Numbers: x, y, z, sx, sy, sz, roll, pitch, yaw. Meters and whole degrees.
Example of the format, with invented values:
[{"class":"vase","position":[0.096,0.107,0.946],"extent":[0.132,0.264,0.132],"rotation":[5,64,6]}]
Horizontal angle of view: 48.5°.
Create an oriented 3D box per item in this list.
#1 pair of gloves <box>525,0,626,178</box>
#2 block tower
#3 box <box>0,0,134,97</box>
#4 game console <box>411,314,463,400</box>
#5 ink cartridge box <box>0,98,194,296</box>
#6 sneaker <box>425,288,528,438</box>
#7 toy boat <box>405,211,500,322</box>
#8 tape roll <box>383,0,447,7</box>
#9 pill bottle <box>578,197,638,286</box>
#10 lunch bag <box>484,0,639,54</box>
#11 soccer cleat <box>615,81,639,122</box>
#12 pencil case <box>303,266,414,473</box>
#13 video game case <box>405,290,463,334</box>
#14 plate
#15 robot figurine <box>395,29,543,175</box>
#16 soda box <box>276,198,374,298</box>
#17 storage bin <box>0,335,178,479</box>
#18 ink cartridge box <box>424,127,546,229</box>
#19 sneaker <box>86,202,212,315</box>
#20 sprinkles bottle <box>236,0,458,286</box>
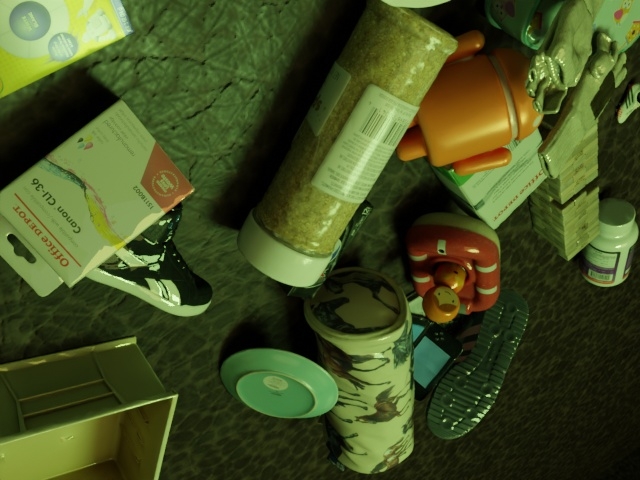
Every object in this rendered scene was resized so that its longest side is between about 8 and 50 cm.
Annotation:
[{"class":"pair of gloves","position":[0.327,-0.212,0.890],"extent":[0.204,0.042,0.240],"rotation":[-56,145,-15]},{"class":"block tower","position":[0.431,-0.103,1.269],"extent":[0.091,0.097,0.335],"rotation":[-38,140,-7]},{"class":"box","position":[-0.263,-0.191,0.610],"extent":[0.179,0.043,0.105],"rotation":[-31,140,-13]},{"class":"game console","position":[0.171,0.218,1.312],"extent":[0.144,0.124,0.085],"rotation":[-55,165,17]},{"class":"ink cartridge box","position":[-0.241,-0.036,0.714],"extent":[0.198,0.067,0.115],"rotation":[-40,107,-5]},{"class":"sneaker","position":[0.302,0.248,1.402],"extent":[0.319,0.112,0.131],"rotation":[-55,177,-15]},{"class":"toy boat","position":[0.206,0.064,1.150],"extent":[0.231,0.150,0.151],"rotation":[72,34,-49]},{"class":"tape roll","position":[0.105,-0.386,0.707],"extent":[0.286,0.100,0.286],"rotation":[-23,137,-23]},{"class":"pill bottle","position":[0.613,0.002,1.513],"extent":[0.108,0.108,0.194],"rotation":[-32,141,-14]},{"class":"lunch bag","position":[0.362,-0.368,0.945],"extent":[0.279,0.108,0.224],"rotation":[-9,129,-36]},{"class":"soccer cleat","position":[0.567,-0.248,1.296],"extent":[0.029,0.035,0.083],"rotation":[-17,135,-30]},{"class":"pencil case","position":[0.064,0.222,1.180],"extent":[0.160,0.183,0.410],"rotation":[-68,159,-44]},{"class":"video game case","position":[0.203,0.151,1.360],"extent":[0.173,0.022,0.190],"rotation":[-30,139,-16]},{"class":"plate","position":[-0.066,0.230,1.096],"extent":[0.188,0.024,0.188],"rotation":[8,137,8]},{"class":"robot figurine","position":[0.195,-0.176,0.930],"extent":[0.219,0.158,0.128],"rotation":[-17,167,6]},{"class":"soda box","position":[0.000,0.000,1.006],"extent":[0.053,0.060,0.169],"rotation":[14,116,-46]},{"class":"storage bin","position":[-0.346,0.279,0.911],"extent":[0.260,0.123,0.262],"rotation":[-9,131,-36]},{"class":"ink cartridge box","position":[0.257,-0.128,1.092],"extent":[0.153,0.087,0.208],"rotation":[-45,142,1]},{"class":"sneaker","position":[-0.181,0.011,0.840],"extent":[0.121,0.079,0.217],"rotation":[-50,140,10]},{"class":"sprinkles bottle","position":[0.027,-0.115,0.873],"extent":[0.121,0.121,0.355],"rotation":[10,118,-46]}]
